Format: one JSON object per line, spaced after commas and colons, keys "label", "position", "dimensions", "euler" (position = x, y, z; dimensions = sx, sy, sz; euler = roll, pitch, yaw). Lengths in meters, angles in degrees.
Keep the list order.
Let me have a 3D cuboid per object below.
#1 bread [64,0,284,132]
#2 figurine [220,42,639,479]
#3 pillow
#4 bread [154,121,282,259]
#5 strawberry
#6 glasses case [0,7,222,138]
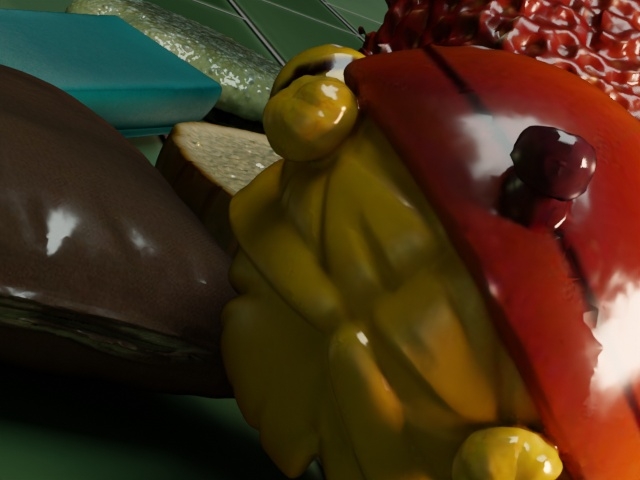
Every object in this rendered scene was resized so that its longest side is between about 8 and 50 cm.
{"label": "bread", "position": [-0.118, -0.164, 1.503], "dimensions": [0.286, 0.056, 0.207], "euler": [28, 13, 22]}
{"label": "figurine", "position": [0.080, 0.027, 0.720], "dimensions": [0.320, 0.196, 0.323], "euler": [60, 18, 16]}
{"label": "pillow", "position": [-0.202, -0.035, 0.782], "dimensions": [0.308, 0.108, 0.305], "euler": [16, 17, -36]}
{"label": "bread", "position": [0.000, 0.000, 1.059], "dimensions": [0.236, 0.070, 0.236], "euler": [21, 15, -6]}
{"label": "strawberry", "position": [0.158, -0.085, 1.296], "dimensions": [0.292, 0.292, 0.343], "euler": [21, 29, -8]}
{"label": "glasses case", "position": [-0.189, -0.113, 1.192], "dimensions": [0.117, 0.070, 0.301], "euler": [34, 15, 16]}
